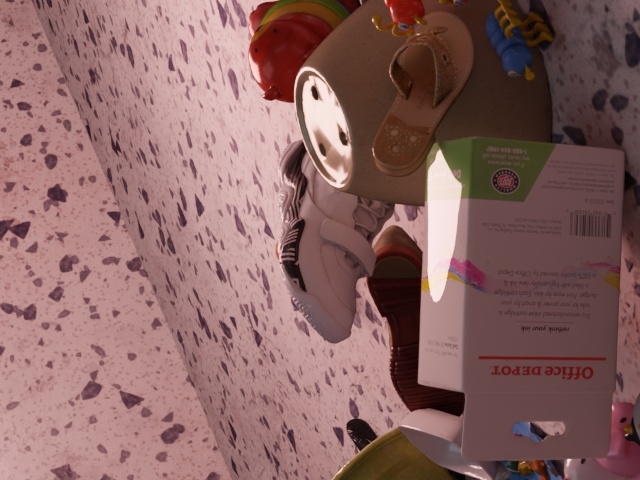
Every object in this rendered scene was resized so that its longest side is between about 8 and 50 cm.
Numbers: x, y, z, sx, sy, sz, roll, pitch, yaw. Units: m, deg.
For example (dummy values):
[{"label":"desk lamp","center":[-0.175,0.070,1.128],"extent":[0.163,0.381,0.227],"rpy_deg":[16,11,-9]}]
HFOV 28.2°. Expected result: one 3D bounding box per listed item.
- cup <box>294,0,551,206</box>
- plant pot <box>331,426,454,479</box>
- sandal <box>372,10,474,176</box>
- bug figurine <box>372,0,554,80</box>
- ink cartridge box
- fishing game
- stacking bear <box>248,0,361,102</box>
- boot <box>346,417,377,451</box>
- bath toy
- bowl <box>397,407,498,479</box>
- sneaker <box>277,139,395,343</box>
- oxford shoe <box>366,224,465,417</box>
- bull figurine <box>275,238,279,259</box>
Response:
[{"label":"cup","center":[0.107,-0.178,1.653],"extent":[0.331,0.237,0.331],"rpy_deg":[51,152,42]},{"label":"plant pot","center":[0.163,0.492,2.131],"extent":[0.254,0.276,0.276],"rpy_deg":[43,148,30]},{"label":"sandal","center":[0.117,-0.190,1.452],"extent":[0.088,0.240,0.079],"rpy_deg":[14,153,15]},{"label":"bug figurine","center":[0.138,-0.288,1.449],"extent":[0.072,0.279,0.216],"rpy_deg":[-41,52,32]},{"label":"ink cartridge box","center":[0.226,0.067,1.456],"extent":[0.119,0.207,0.353],"rpy_deg":[180,93,-67]},{"label":"fishing game","center":[0.306,0.349,1.900],"extent":[0.264,0.041,0.189],"rpy_deg":[65,162,14]},{"label":"stacking bear","center":[-0.028,-0.278,1.837],"extent":[0.164,0.175,0.289],"rpy_deg":[51,-160,-11]},{"label":"boot","center":[0.093,0.419,2.510],"extent":[0.121,0.045,0.099],"rpy_deg":[43,149,51]},{"label":"bath toy","center":[0.380,0.247,1.487],"extent":[0.151,0.129,0.348],"rpy_deg":[67,160,9]},{"label":"bowl","center":[0.210,0.318,2.018],"extent":[0.142,0.053,0.142],"rpy_deg":[10,149,48]},{"label":"sneaker","center":[0.054,-0.035,1.867],"extent":[0.137,0.210,0.365],"rpy_deg":[43,-148,-43]},{"label":"oxford shoe","center":[0.163,0.134,2.023],"extent":[0.130,0.123,0.348],"rpy_deg":[-79,-23,-60]},{"label":"bull figurine","center":[0.000,0.000,2.284],"extent":[0.188,0.101,0.310],"rpy_deg":[64,159,14]}]
